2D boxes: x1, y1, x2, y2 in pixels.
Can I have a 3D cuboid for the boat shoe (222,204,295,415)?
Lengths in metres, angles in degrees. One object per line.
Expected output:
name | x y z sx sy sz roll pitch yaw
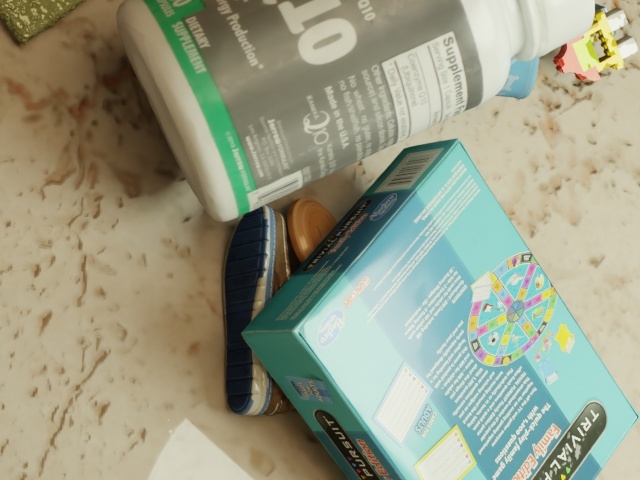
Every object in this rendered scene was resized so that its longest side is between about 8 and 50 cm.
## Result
boat shoe | -0.043 0.061 1.582 0.066 0.066 0.183 8 83 -34

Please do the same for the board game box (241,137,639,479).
board game box | 0.115 0.121 1.611 0.254 0.079 0.336 -48 115 -31

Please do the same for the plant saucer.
plant saucer | 0.000 0.000 1.625 0.083 0.013 0.083 41 36 -39

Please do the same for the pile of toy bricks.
pile of toy bricks | 0.219 -0.258 1.809 0.105 0.118 0.212 -28 110 -6

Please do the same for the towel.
towel | -0.237 -0.245 1.564 0.110 0.027 0.148 50 57 -11

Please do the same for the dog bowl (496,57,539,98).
dog bowl | 0.136 -0.275 1.719 0.074 0.166 0.297 -7 81 -9

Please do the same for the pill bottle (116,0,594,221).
pill bottle | 0.031 -0.177 1.527 0.361 0.204 0.204 -26 91 -8
